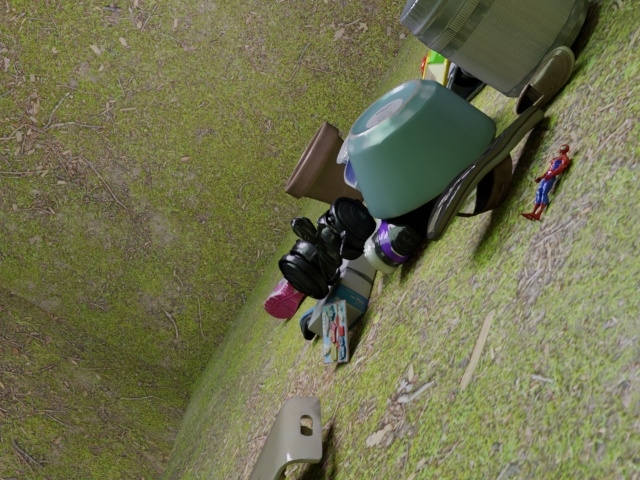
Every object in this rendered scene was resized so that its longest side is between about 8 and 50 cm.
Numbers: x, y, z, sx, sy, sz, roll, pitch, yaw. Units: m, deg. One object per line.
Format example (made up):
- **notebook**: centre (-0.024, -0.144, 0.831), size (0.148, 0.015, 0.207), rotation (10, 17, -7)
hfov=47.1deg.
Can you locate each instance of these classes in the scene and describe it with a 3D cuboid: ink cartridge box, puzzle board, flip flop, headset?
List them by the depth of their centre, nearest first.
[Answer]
- **flip flop**: centre (0.275, -0.100, 1.186), size (0.277, 0.080, 0.112), rotation (-46, 2, -9)
- **puzzle board**: centre (0.029, 0.195, 1.557), size (0.096, 0.011, 0.128), rotation (-20, 68, 56)
- **headset**: centre (0.000, 0.000, 1.593), size (0.243, 0.185, 0.394), rotation (-47, 8, 4)
- **ink cartridge box**: centre (0.054, 0.118, 1.694), size (0.139, 0.082, 0.191), rotation (-52, 11, 43)

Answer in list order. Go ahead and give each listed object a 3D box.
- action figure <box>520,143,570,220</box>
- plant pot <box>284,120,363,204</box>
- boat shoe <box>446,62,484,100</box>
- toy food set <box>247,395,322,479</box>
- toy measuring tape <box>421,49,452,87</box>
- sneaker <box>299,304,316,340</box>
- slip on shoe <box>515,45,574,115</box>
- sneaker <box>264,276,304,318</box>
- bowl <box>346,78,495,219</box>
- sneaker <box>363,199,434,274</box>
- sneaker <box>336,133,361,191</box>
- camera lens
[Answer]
- **action figure**: centre (0.316, -0.083, 1.022), size (0.115, 0.030, 0.038), rotation (-59, 3, -4)
- **plant pot**: centre (0.044, -0.215, 2.360), size (0.263, 0.229, 0.263), rotation (-58, 9, 15)
- **boat shoe**: centre (0.348, -0.400, 1.609), size (0.306, 0.113, 0.105), rotation (133, 158, -67)
- **toy food set**: centre (-0.074, 0.461, 1.350), size (0.220, 0.092, 0.306), rotation (-95, 27, -74)
- **toy measuring tape**: centre (0.309, -0.383, 1.891), size (0.121, 0.121, 0.330), rotation (169, 113, -79)
- **sneaker**: centre (0.009, 0.185, 1.849), size (0.188, 0.067, 0.078), rotation (-53, 32, 34)
- **slip on shoe**: centre (0.363, -0.256, 1.202), size (0.041, 0.051, 0.135), rotation (-31, -16, -38)
- **sneaker**: centre (-0.090, 0.158, 2.392), size (0.252, 0.103, 0.111), rotation (-47, 10, 33)
- **bowl**: centre (0.175, -0.205, 1.471), size (0.311, 0.163, 0.311), rotation (-35, 20, 15)
- **sneaker**: centre (0.182, -0.061, 1.538), size (0.146, 0.102, 0.293), rotation (-46, 19, 34)
- **sneaker**: centre (0.155, -0.186, 1.810), size (0.315, 0.182, 0.127), rotation (-104, 37, -71)
- **camera lens**: centre (0.306, -0.398, 1.286), size (0.219, 0.274, 0.219), rotation (-59, 8, 14)
